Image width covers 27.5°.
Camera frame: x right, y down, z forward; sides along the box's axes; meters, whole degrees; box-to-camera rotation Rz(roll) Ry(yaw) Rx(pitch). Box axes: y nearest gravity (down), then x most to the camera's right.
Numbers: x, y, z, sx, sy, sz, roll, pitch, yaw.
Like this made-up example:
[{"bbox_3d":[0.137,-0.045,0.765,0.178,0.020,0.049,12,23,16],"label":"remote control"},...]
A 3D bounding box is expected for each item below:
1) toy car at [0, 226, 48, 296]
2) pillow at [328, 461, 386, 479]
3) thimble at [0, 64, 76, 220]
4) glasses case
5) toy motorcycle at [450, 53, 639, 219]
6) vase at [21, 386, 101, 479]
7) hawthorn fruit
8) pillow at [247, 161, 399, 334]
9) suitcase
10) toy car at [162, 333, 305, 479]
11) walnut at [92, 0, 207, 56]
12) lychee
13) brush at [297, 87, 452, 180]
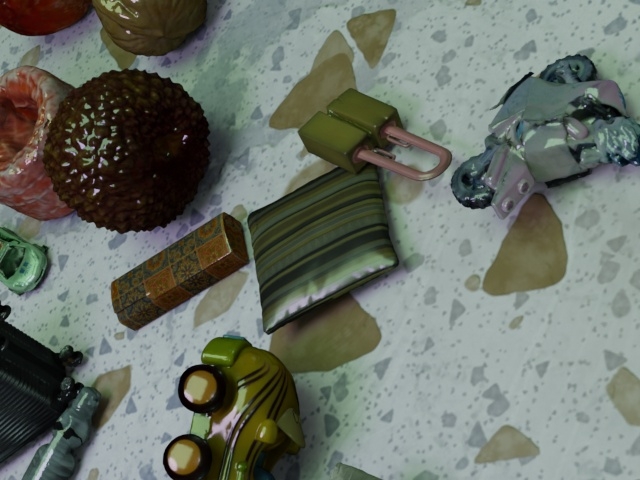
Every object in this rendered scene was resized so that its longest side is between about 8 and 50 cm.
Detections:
[{"bbox_3d":[-0.514,0.025,2.143,0.186,0.058,0.093,23,81,45],"label":"toy car"},{"bbox_3d":[0.073,0.333,1.440,0.181,0.078,0.134,19,69,18],"label":"pillow"},{"bbox_3d":[-0.460,-0.153,2.129,0.239,0.162,0.239,-18,59,33],"label":"thimble"},{"bbox_3d":[-0.205,0.044,1.881,0.218,0.049,0.075,-31,50,23],"label":"glasses case"},{"bbox_3d":[0.283,-0.114,1.522,0.204,0.108,0.239,26,85,45],"label":"toy motorcycle"},{"bbox_3d":[-0.374,0.304,1.870,0.060,0.060,0.211,20,80,44],"label":"vase"},{"bbox_3d":[-0.535,-0.449,2.302,0.271,0.242,0.242,-46,46,10],"label":"hawthorn fruit"},{"bbox_3d":[0.000,0.000,1.733,0.208,0.052,0.212,-27,46,19],"label":"pillow"},{"bbox_3d":[-0.517,0.236,1.930,0.312,0.202,0.128,-38,38,18],"label":"suitcase"},{"bbox_3d":[-0.090,0.243,1.592,0.142,0.200,0.247,7,78,13],"label":"toy car"},{"bbox_3d":[-0.274,-0.395,2.092,0.213,0.213,0.213,-19,55,31],"label":"walnut"},{"bbox_3d":[-0.298,-0.132,1.929,0.271,0.271,0.271,-19,55,31],"label":"lychee"},{"bbox_3d":[0.083,-0.124,1.718,0.103,0.047,0.233,-42,44,-19],"label":"brush"}]
